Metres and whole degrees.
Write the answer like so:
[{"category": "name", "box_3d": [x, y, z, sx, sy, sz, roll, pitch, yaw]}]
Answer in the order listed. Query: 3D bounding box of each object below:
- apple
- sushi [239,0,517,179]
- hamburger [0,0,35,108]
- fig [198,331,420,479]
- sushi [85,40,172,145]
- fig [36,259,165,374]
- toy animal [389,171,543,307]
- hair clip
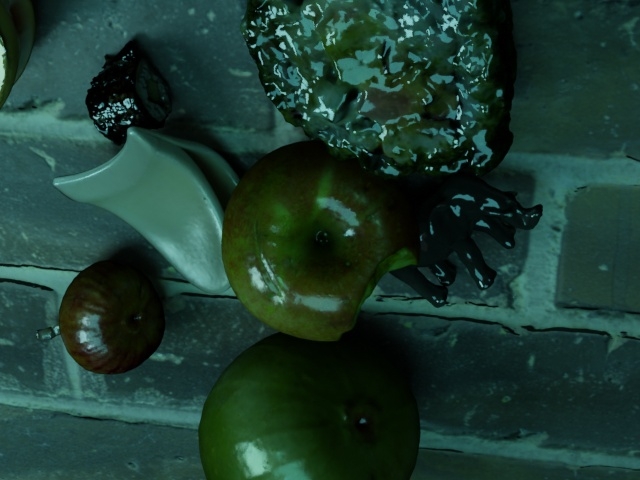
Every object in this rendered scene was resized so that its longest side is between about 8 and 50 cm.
[{"category": "apple", "box_3d": [0.000, 0.000, 1.662, 0.246, 0.226, 0.246, 0, 90, -1]}, {"category": "sushi", "box_3d": [0.067, -0.244, 1.512, 0.294, 0.178, 0.352, -5, 123, 17]}, {"category": "hamburger", "box_3d": [-0.481, -0.235, 1.618, 0.261, 0.186, 0.303, 19, 117, -5]}, {"category": "fig", "box_3d": [-0.034, 0.269, 1.855, 0.316, 0.316, 0.316, 5, 127, 7]}, {"category": "sushi", "box_3d": [-0.242, -0.177, 1.674, 0.084, 0.094, 0.098, -21, 124, 27]}, {"category": "fig", "box_3d": [-0.293, 0.115, 1.874, 0.149, 0.148, 0.202, 47, 159, 5]}, {"category": "toy animal", "box_3d": [0.167, -0.004, 1.705, 0.146, 0.114, 0.245, 42, 122, -20]}, {"category": "hair clip", "box_3d": [-0.179, -0.043, 1.747, 0.172, 0.113, 0.282, -29, 115, 37]}]
